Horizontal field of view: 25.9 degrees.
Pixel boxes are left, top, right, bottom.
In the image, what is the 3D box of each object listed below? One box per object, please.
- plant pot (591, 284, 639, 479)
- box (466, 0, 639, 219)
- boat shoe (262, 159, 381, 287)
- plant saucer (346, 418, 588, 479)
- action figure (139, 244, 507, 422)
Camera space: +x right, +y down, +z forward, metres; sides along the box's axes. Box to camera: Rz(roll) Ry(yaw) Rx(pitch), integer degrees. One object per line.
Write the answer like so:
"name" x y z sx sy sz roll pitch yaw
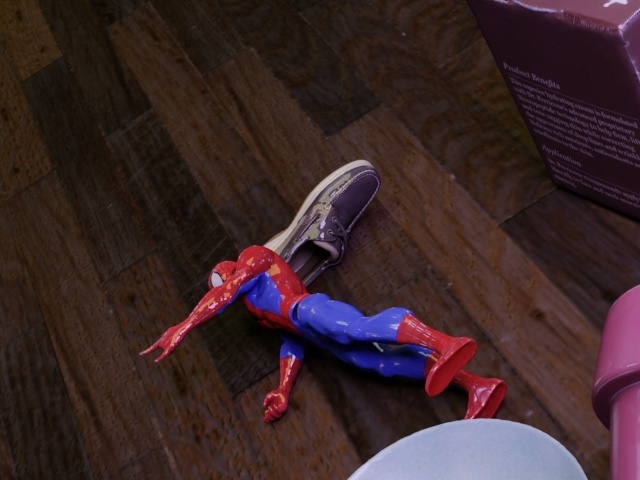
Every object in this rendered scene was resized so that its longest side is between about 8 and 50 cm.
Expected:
"plant pot" 0.228 0.136 0.699 0.201 0.201 0.180 -2 60 36
"box" 0.242 -0.139 0.998 0.167 0.203 0.168 -41 37 -13
"boat shoe" 0.000 0.000 1.147 0.152 0.056 0.049 -48 46 -2
"plant saucer" 0.081 0.196 0.855 0.195 0.037 0.195 -20 37 16
"action figure" -0.016 0.089 1.012 0.139 0.091 0.280 -48 41 -14
